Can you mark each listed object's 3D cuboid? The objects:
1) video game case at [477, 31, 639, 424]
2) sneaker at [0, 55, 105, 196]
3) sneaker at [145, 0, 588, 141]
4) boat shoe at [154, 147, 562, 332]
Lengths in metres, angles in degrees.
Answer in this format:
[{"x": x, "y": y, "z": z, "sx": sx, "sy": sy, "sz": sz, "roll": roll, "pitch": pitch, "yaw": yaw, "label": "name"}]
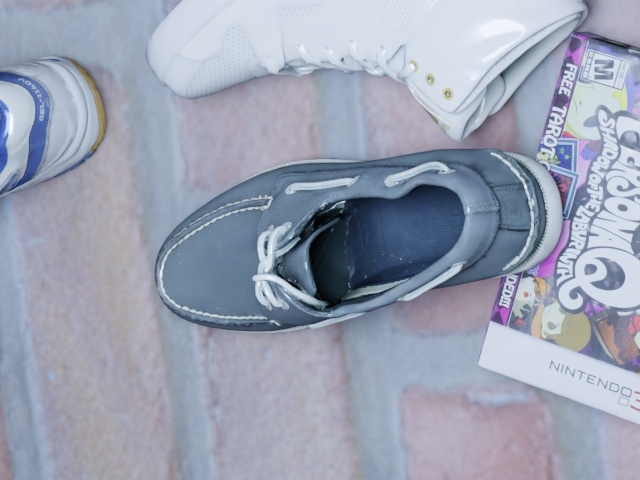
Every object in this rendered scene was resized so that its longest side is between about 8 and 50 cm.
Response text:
[{"x": 0.228, "y": 0.006, "z": 1.229, "sx": 0.210, "sy": 0.042, "sz": 0.232, "roll": 20, "pitch": 103, "yaw": 21, "label": "video game case"}, {"x": -0.302, "y": -0.048, "z": 1.410, "sx": 0.296, "sy": 0.131, "sz": 0.112, "roll": -33, "pitch": 84, "yaw": 24, "label": "sneaker"}, {"x": 0.030, "y": -0.128, "z": 1.268, "sx": 0.293, "sy": 0.108, "sz": 0.169, "roll": -29, "pitch": 80, "yaw": 22, "label": "sneaker"}, {"x": 0.000, "y": 0.000, "z": 1.281, "sx": 0.319, "sy": 0.099, "sz": 0.116, "roll": -10, "pitch": 89, "yaw": 35, "label": "boat shoe"}]
